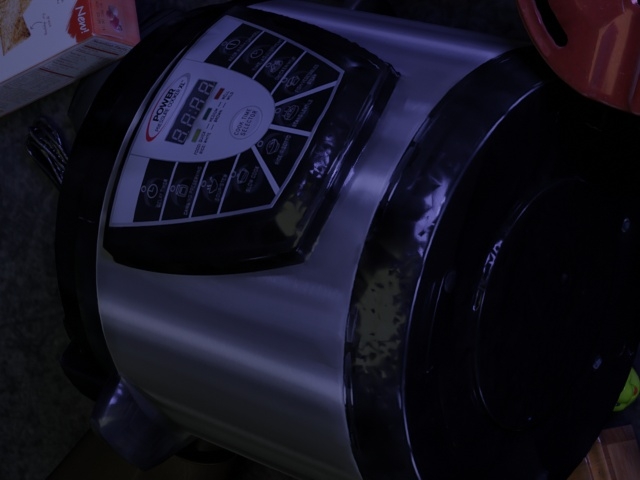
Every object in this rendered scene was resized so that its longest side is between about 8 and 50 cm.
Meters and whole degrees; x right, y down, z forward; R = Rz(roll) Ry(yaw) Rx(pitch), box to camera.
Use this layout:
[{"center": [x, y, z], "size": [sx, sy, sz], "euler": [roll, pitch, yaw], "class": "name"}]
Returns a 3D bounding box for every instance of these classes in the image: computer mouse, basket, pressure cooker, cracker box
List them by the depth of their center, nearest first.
[{"center": [0.002, 0.005, 1.193], "size": [0.420, 0.370, 0.375], "euler": [17, 114, 38], "class": "pressure cooker"}, {"center": [-0.282, -0.220, 1.462], "size": [0.232, 0.067, 0.155], "euler": [-20, 72, 34], "class": "cracker box"}, {"center": [-0.182, -0.089, 1.475], "size": [0.262, 0.060, 0.184], "euler": [-35, 85, 35], "class": "computer mouse"}, {"center": [-0.185, 0.255, 1.537], "size": [0.204, 0.154, 0.227], "euler": [40, 118, 17], "class": "basket"}]

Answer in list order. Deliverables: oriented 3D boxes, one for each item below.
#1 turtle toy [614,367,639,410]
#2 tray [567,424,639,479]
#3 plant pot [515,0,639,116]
[{"center": [0.209, 0.106, 1.294], "size": [0.130, 0.066, 0.095], "euler": [14, 112, 27], "class": "turtle toy"}, {"center": [0.114, 0.316, 1.383], "size": [0.411, 0.076, 0.202], "euler": [-22, 77, 34], "class": "tray"}, {"center": [0.277, -0.192, 1.013], "size": [0.272, 0.265, 0.272], "euler": [10, 106, 38], "class": "plant pot"}]
